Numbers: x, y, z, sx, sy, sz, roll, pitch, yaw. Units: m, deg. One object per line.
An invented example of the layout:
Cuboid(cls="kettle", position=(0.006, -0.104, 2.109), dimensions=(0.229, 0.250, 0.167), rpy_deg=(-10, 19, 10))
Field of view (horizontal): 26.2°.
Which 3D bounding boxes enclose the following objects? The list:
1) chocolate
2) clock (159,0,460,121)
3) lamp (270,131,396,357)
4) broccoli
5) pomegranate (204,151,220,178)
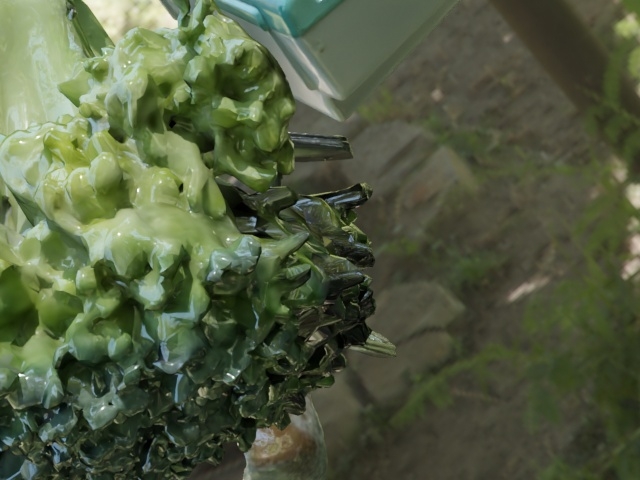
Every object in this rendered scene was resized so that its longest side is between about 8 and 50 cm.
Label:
Cuboid(cls="chocolate", position=(-0.047, 0.276, 1.594), dimensions=(0.185, 0.100, 0.303), rpy_deg=(-91, 6, -46))
Cuboid(cls="clock", position=(0.019, -0.205, 0.885), dimensions=(0.231, 0.116, 0.262), rpy_deg=(-43, 37, -10))
Cuboid(cls="lamp", position=(-0.006, 0.003, 1.526), dimensions=(0.124, 0.283, 0.203), rpy_deg=(-12, -5, 3))
Cuboid(cls="broccoli", position=(-0.144, -0.002, 0.745), dimensions=(0.347, 0.281, 0.293), rpy_deg=(-8, -11, 8))
Cuboid(cls="pomegranate", position=(-0.216, -0.070, 1.471), dimensions=(0.181, 0.224, 0.181), rpy_deg=(-47, -7, -8))
